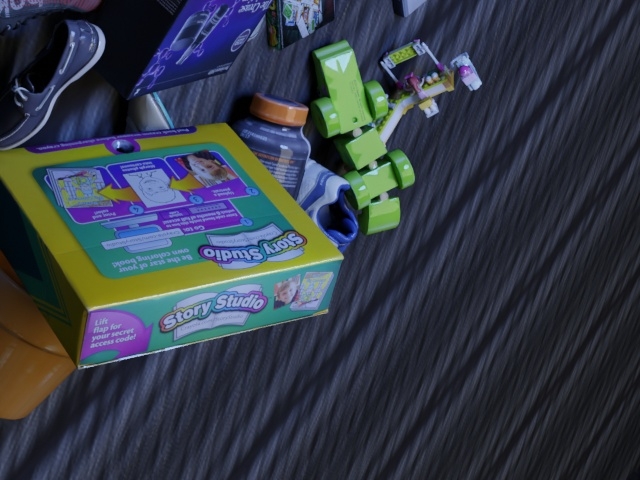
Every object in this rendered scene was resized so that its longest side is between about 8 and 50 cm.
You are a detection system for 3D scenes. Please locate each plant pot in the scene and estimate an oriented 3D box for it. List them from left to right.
[{"bbox_3d":[-0.389,0.122,1.727,0.188,0.205,0.205,-55,149,14],"label":"plant pot"}]

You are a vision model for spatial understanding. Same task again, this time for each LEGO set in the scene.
[{"bbox_3d":[0.128,-0.244,2.276,0.287,0.132,0.107,-37,128,8],"label":"LEGO set"}]

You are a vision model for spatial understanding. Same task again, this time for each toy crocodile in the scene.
[{"bbox_3d":[0.061,-0.164,2.191,0.115,0.105,0.340,-27,111,-14],"label":"toy crocodile"}]

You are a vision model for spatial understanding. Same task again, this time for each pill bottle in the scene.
[{"bbox_3d":[-0.092,-0.100,2.034,0.130,0.130,0.246,-1,112,-54],"label":"pill bottle"}]

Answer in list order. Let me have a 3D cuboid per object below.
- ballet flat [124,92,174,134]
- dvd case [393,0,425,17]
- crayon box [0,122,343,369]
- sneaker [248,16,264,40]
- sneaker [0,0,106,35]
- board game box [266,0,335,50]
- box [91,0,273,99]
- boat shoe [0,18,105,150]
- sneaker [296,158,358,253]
[{"bbox_3d":[-0.230,-0.127,1.881,0.086,0.086,0.248,-52,146,-19],"label":"ballet flat"},{"bbox_3d":[0.198,-0.515,2.262,0.238,0.029,0.179,-42,141,-30],"label":"dvd case"},{"bbox_3d":[-0.206,-0.007,1.688,0.363,0.313,0.106,-11,135,-34],"label":"crayon box"},{"bbox_3d":[-0.087,-0.382,1.880,0.088,0.093,0.225,-15,134,-40],"label":"sneaker"},{"bbox_3d":[-0.360,-0.300,1.565,0.276,0.097,0.135,9,103,-54],"label":"sneaker"},{"bbox_3d":[-0.033,-0.430,1.999,0.136,0.030,0.260,-33,135,-36],"label":"board game box"},{"bbox_3d":[-0.172,-0.298,1.717,0.184,0.103,0.261,-50,170,28],"label":"box"},{"bbox_3d":[-0.353,-0.194,1.621,0.206,0.075,0.065,-43,158,15],"label":"boat shoe"},{"bbox_3d":[0.000,0.000,2.228,0.112,0.131,0.296,-45,143,-31],"label":"sneaker"}]
